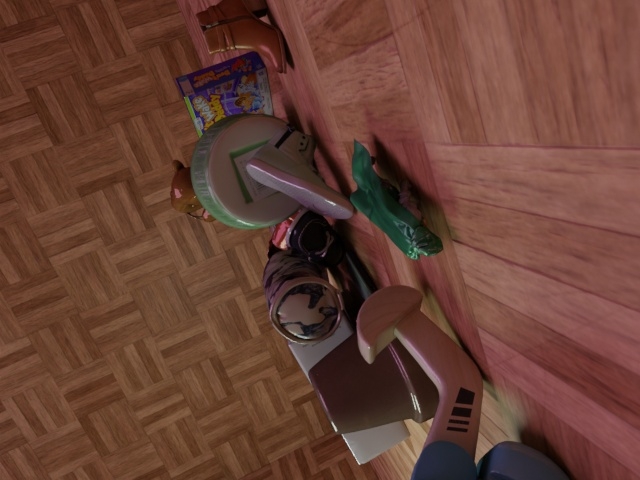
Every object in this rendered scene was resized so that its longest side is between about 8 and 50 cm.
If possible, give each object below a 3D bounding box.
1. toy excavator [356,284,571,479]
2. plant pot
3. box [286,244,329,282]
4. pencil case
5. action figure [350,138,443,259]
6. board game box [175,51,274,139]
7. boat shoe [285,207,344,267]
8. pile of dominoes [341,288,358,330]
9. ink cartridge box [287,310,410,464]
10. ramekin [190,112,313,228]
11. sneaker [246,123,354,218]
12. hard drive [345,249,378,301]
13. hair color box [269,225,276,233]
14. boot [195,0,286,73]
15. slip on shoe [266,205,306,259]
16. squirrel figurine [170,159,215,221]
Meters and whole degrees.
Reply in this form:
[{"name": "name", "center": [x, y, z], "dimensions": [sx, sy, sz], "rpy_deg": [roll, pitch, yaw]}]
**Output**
[{"name": "toy excavator", "center": [0.201, 0.317, 0.666], "dimensions": [0.432, 0.445, 0.222], "rpy_deg": [17, 148, 17]}, {"name": "plant pot", "center": [0.105, 0.311, 1.061], "dimensions": [0.263, 0.229, 0.263], "rpy_deg": [62, 170, 20]}, {"name": "box", "center": [-0.033, 0.121, 1.553], "dimensions": [0.181, 0.118, 0.182], "rpy_deg": [81, 179, -53]}, {"name": "pencil case", "center": [-0.051, 0.125, 1.220], "dimensions": [0.160, 0.183, 0.410], "rpy_deg": [61, 177, -12]}, {"name": "action figure", "center": [0.108, -0.045, 0.697], "dimensions": [0.232, 0.063, 0.137], "rpy_deg": [-119, 13, -51]}, {"name": "board game box", "center": [-0.259, -0.367, 1.421], "dimensions": [0.347, 0.233, 0.078], "rpy_deg": [86, 159, -64]}, {"name": "boat shoe", "center": [0.000, 0.000, 1.164], "dimensions": [0.091, 0.114, 0.302], "rpy_deg": [36, -178, 16]}, {"name": "pile of dominoes", "center": [0.118, 0.259, 1.501], "dimensions": [0.196, 0.040, 0.251], "rpy_deg": [55, 173, 48]}, {"name": "ink cartridge box", "center": [0.064, 0.358, 1.336], "dimensions": [0.395, 0.166, 0.285], "rpy_deg": [62, 179, -13]}, {"name": "ramekin", "center": [-0.164, -0.173, 1.205], "dimensions": [0.148, 0.303, 0.304], "rpy_deg": [19, 132, 68]}, {"name": "sneaker", "center": [-0.017, -0.157, 1.044], "dimensions": [0.255, 0.151, 0.094], "rpy_deg": [29, 159, 8]}, {"name": "hard drive", "center": [0.103, 0.100, 1.182], "dimensions": [0.094, 0.022, 0.135], "rpy_deg": [80, 164, -54]}, {"name": "hair color box", "center": [-0.165, -0.103, 1.909], "dimensions": [0.347, 0.105, 0.174], "rpy_deg": [56, 166, 45]}, {"name": "boot", "center": [-0.165, -0.421, 1.018], "dimensions": [0.073, 0.152, 0.197], "rpy_deg": [117, 128, -77]}, {"name": "slip on shoe", "center": [-0.106, -0.019, 1.577], "dimensions": [0.123, 0.101, 0.331], "rpy_deg": [32, 147, -3]}, {"name": "squirrel figurine", "center": [-0.360, -0.243, 1.712], "dimensions": [0.281, 0.397, 0.370], "rpy_deg": [51, -160, 7]}]
